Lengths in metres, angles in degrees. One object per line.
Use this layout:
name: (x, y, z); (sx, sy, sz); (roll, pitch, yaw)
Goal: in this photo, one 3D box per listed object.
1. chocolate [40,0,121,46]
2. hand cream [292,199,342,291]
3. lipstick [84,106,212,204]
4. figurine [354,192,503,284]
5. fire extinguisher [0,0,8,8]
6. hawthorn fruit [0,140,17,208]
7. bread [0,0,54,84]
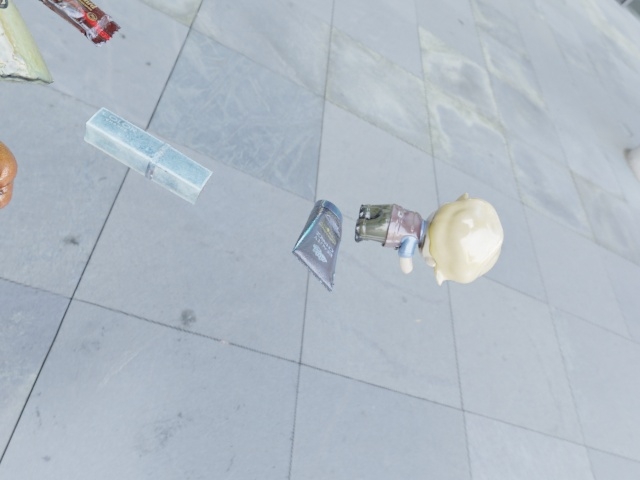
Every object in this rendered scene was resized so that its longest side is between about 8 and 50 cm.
chocolate: (-0.491, -0.467, 0.938); (0.182, 0.028, 0.086); (40, 56, -15)
hand cream: (0.000, 0.000, 1.058); (0.120, 0.061, 0.271); (48, 27, -18)
lipstick: (-0.398, -0.196, 1.099); (0.289, 0.076, 0.078); (32, 53, -11)
figurine: (0.146, -0.005, 0.652); (0.195, 0.108, 0.114); (4, 42, 14)
fire extinguisher: (-0.532, -0.418, 0.739); (0.064, 0.158, 0.043); (15, 66, -8)
hawthorn fruit: (-0.773, -0.156, 0.973); (0.243, 0.207, 0.207); (38, 45, 0)
bread: (-0.841, -0.501, 1.078); (0.395, 0.239, 0.264); (-4, 102, -26)
